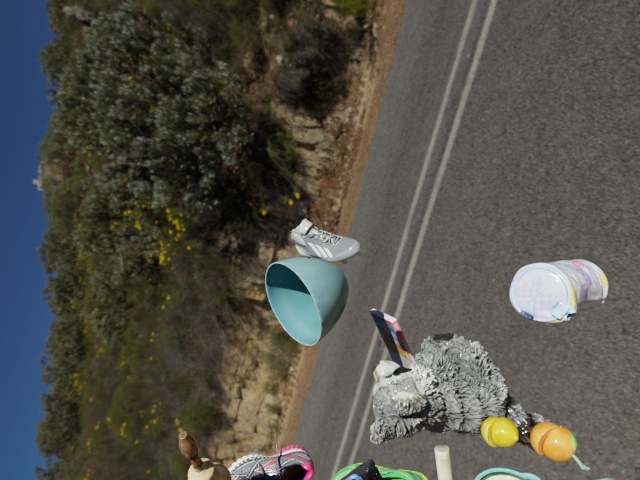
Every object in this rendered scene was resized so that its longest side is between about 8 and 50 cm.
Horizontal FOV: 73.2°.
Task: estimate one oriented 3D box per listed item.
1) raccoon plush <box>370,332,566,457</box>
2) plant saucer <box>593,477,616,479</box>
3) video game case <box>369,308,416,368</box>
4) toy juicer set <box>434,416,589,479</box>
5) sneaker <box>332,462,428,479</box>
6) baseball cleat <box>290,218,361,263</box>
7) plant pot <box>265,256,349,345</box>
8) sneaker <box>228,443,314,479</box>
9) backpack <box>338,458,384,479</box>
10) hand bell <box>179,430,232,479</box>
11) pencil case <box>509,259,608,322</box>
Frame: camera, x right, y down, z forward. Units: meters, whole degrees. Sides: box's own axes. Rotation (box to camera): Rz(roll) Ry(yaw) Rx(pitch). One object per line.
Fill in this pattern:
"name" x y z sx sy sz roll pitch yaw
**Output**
"raccoon plush" 0.323 0.380 0.934 0.299 0.447 0.216 -27 -49 -56
"plant saucer" 0.994 0.863 1.529 0.119 0.119 0.021 117 152 -47
"video game case" 0.301 0.415 1.708 0.285 0.025 0.204 64 165 -10
"toy juicer set" 0.322 0.436 0.774 0.329 0.089 0.209 -30 80 28
"sneaker" 0.153 0.682 1.203 0.296 0.123 0.109 -15 59 25
"baseball cleat" 0.000 0.000 1.039 0.206 0.109 0.072 -2 39 44
"plant pot" -0.021 0.172 1.428 0.290 0.195 0.290 32 134 40
"sneaker" -0.167 0.742 1.368 0.112 0.299 0.120 -171 70 -69
"backpack" 0.085 0.563 0.859 0.158 0.173 0.117 -43 -20 17
"hand bell" -0.309 0.550 1.071 0.126 0.126 0.242 -96 -1 -57
"pencil case" 0.502 0.099 0.893 0.124 0.273 0.113 29 110 41
